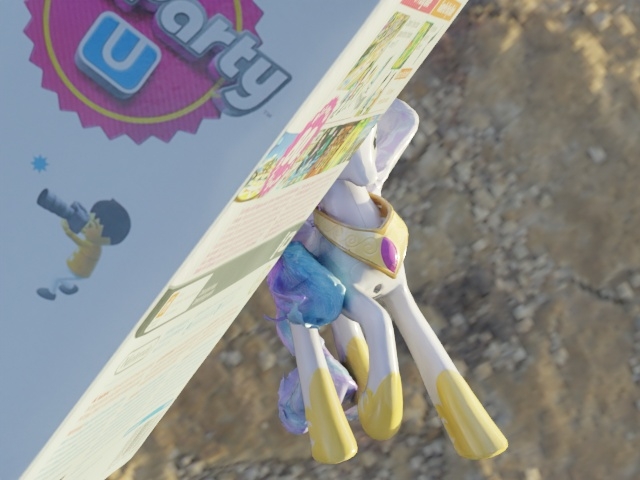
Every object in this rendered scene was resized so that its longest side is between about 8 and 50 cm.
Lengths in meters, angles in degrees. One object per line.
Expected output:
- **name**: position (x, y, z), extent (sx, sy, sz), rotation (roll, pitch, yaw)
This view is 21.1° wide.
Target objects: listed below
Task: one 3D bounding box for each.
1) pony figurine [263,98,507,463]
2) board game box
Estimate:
- **pony figurine**: position (0.000, 0.000, 1.473), extent (0.303, 0.351, 0.363), rotation (-22, 105, -24)
- **board game box**: position (-0.038, -0.049, 0.536), extent (0.097, 0.224, 0.303), rotation (38, 99, 3)
